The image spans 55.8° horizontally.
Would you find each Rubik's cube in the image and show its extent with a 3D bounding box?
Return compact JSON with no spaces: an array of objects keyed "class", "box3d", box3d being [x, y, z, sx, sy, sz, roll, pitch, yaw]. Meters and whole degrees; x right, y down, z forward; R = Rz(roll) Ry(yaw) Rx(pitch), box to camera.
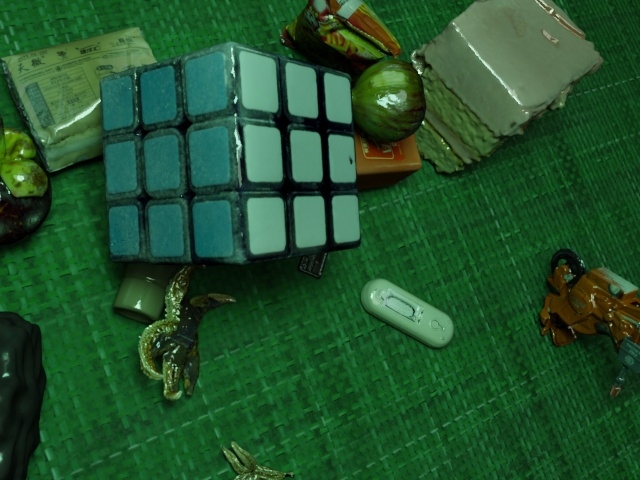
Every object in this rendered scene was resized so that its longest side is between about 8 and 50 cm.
[{"class":"Rubik's cube","box3d":[-0.140,-0.120,0.977,0.303,0.305,0.301,-7,93,-55]}]

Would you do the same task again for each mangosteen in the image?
[{"class":"mangosteen","box3d":[-0.524,-0.099,0.953,0.192,0.217,0.192,15,43,-15]}]

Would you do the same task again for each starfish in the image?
[{"class":"starfish","box3d":[-0.112,0.417,1.064,0.130,0.041,0.133,0,82,-12]},{"class":"starfish","box3d":[-0.234,0.152,1.052,0.071,0.216,0.238,7,97,22]}]

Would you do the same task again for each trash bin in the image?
[{"class":"trash bin","box3d":[0.068,-0.171,1.237,0.238,0.184,0.161,-5,77,-33]}]

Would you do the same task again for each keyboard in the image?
[{"class":"keyboard","box3d":[0.000,0.000,1.239,0.053,0.010,0.155,24,68,-14]}]

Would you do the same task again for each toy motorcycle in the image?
[{"class":"toy motorcycle","box3d":[0.600,0.174,1.291,0.147,0.221,0.326,-13,36,-26]}]

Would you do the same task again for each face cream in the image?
[{"class":"face cream","box3d":[-0.275,-0.021,1.104,0.137,0.084,0.342,27,65,-23]}]

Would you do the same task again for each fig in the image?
[{"class":"fig","box3d":[0.071,-0.261,1.090,0.245,0.149,0.149,5,74,-19]}]

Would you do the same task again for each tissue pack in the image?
[{"class":"tissue pack","box3d":[-0.406,-0.263,1.087,0.256,0.123,0.215,-22,71,-26]}]

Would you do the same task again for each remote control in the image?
[{"class":"remote control","box3d":[0.183,0.150,1.250,0.221,0.042,0.078,30,66,-11]}]

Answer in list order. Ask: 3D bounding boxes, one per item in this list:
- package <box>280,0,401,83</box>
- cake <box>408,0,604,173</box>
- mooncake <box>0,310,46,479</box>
[{"class":"package","box3d":[0.047,-0.408,1.217,0.223,0.288,0.108,36,84,-12]},{"class":"cake","box3d":[0.356,-0.347,1.308,0.314,0.307,0.293,-41,91,-26]},{"class":"mooncake","box3d":[-0.472,0.236,0.850,0.141,0.283,0.283,-1,76,-15]}]
